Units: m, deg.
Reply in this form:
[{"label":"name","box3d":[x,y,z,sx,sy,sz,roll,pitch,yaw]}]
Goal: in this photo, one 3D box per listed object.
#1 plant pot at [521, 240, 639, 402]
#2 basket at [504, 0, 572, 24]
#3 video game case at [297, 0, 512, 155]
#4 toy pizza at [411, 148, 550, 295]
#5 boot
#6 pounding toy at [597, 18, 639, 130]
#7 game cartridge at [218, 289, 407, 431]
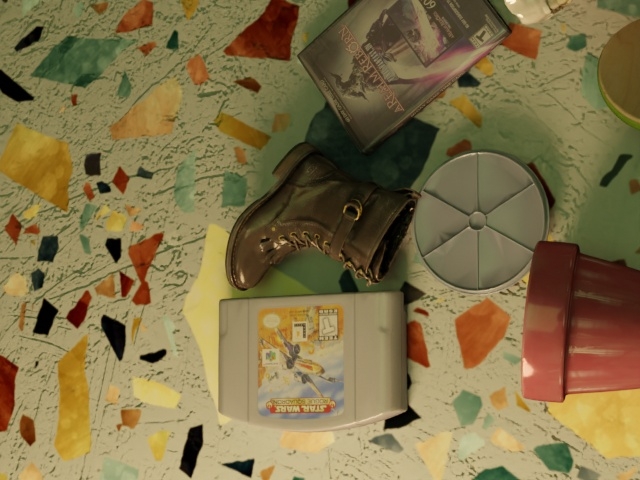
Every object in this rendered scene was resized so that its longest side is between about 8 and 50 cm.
[{"label":"plant pot","box3d":[0.350,0.108,1.689,0.180,0.201,0.201,6,86,14]},{"label":"basket","box3d":[0.312,-0.471,1.653,0.266,0.328,0.331,-23,96,21]},{"label":"video game case","box3d":[0.115,-0.282,1.951,0.274,0.026,0.196,-40,67,18]},{"label":"toy pizza","box3d":[0.220,-0.025,1.856,0.201,0.032,0.201,-3,83,28]},{"label":"boot","box3d":[0.000,0.000,1.928,0.229,0.091,0.263,35,98,33]},{"label":"pounding toy","box3d":[0.466,-0.195,1.721,0.237,0.110,0.183,-23,58,-6]},{"label":"game cartridge","box3d":[-0.017,0.175,1.949,0.297,0.062,0.198,-5,77,28]}]
